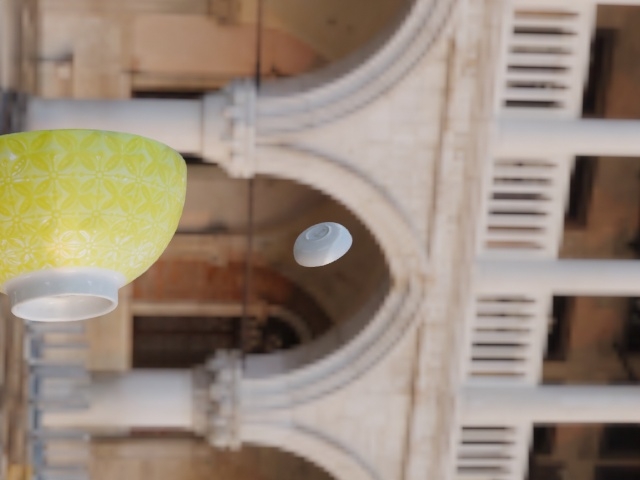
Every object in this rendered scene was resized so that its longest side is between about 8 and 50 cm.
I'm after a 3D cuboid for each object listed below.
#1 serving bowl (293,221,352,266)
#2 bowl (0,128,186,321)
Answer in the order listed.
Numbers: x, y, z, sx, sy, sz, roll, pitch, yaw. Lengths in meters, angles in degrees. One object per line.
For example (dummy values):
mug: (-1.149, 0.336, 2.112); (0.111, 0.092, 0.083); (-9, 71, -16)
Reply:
serving bowl: (0.000, 0.000, 2.206); (0.083, 0.083, 0.027); (-99, 170, -58)
bowl: (-0.282, 0.000, 1.759); (0.289, 0.290, 0.156); (110, -25, -72)
